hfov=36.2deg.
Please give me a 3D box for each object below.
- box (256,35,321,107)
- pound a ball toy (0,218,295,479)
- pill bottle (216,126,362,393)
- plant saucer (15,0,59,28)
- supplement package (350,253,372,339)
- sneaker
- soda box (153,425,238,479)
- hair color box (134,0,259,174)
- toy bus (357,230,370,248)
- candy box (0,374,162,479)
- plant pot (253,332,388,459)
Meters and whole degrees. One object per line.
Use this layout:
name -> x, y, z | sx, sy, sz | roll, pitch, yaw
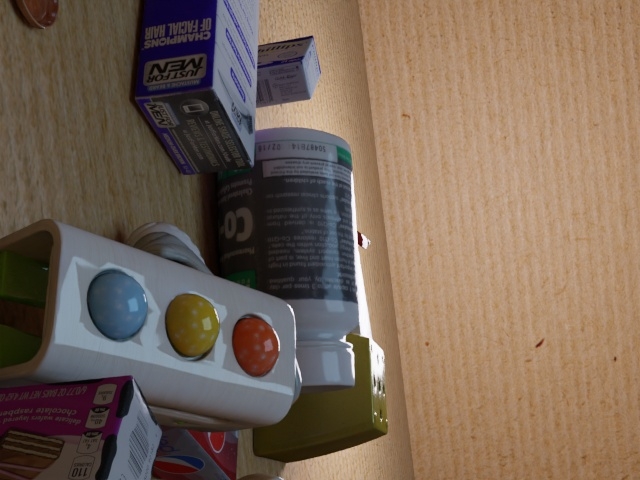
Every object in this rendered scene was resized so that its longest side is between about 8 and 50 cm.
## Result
box -> -0.073, -0.280, 1.635 | 0.137, 0.126, 0.072 | -75, 155, -61
pound a ball toy -> -0.127, 0.125, 0.849 | 0.319, 0.135, 0.208 | 24, 58, -45
pill bottle -> -0.045, 0.036, 1.416 | 0.204, 0.204, 0.361 | 44, 41, -73
plant saucer -> -0.271, -0.241, 0.921 | 0.083, 0.013, 0.083 | -5, 90, -79
supplement package -> 0.019, 0.159, 1.830 | 0.134, 0.139, 0.244 | -71, 152, -68
sneaker -> -0.117, 0.098, 1.060 | 0.262, 0.099, 0.121 | 46, 0, -14
soda box -> -0.165, 0.184, 1.055 | 0.263, 0.083, 0.092 | 67, 20, -54
hair color box -> -0.154, -0.279, 1.289 | 0.185, 0.110, 0.339 | 66, 20, -61
toy bus -> -0.009, -0.007, 1.755 | 0.104, 0.202, 0.191 | -54, -173, 1
candy box -> -0.209, 0.203, 0.640 | 0.233, 0.159, 0.071 | -84, 162, -47
plant pot -> 0.007, 0.248, 1.609 | 0.212, 0.187, 0.212 | 53, 34, -70
